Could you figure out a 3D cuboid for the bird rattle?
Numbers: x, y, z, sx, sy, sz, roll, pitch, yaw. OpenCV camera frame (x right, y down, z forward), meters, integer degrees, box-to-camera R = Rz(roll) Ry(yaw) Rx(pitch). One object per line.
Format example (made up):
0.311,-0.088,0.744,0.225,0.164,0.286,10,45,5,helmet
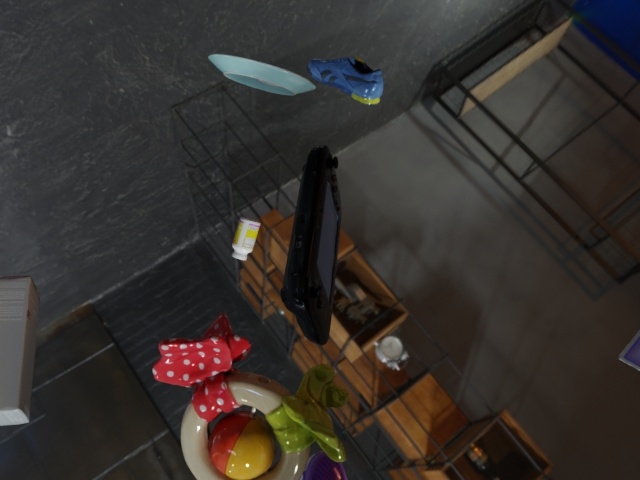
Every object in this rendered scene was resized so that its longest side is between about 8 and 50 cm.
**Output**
-0.094,0.220,0.649,0.143,0.254,0.207,-72,180,-82,bird rattle

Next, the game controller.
0.000,0.000,0.849,0.067,0.319,0.166,-8,138,19,game controller

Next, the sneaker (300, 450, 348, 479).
0.025,0.467,0.878,0.095,0.236,0.104,8,149,-20,sneaker

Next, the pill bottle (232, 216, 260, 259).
-0.155,-0.004,1.100,0.043,0.043,0.083,8,100,-70,pill bottle

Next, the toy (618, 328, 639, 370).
0.428,0.056,0.534,0.237,0.137,0.056,-49,132,-7,toy

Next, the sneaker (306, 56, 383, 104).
0.053,-0.361,1.135,0.069,0.209,0.082,-26,138,-34,sneaker

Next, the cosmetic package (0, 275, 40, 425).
-0.554,0.192,0.930,0.107,0.238,0.127,-2,156,-21,cosmetic package

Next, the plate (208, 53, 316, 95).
-0.101,-0.277,0.918,0.188,0.188,0.024,0,106,-67,plate
